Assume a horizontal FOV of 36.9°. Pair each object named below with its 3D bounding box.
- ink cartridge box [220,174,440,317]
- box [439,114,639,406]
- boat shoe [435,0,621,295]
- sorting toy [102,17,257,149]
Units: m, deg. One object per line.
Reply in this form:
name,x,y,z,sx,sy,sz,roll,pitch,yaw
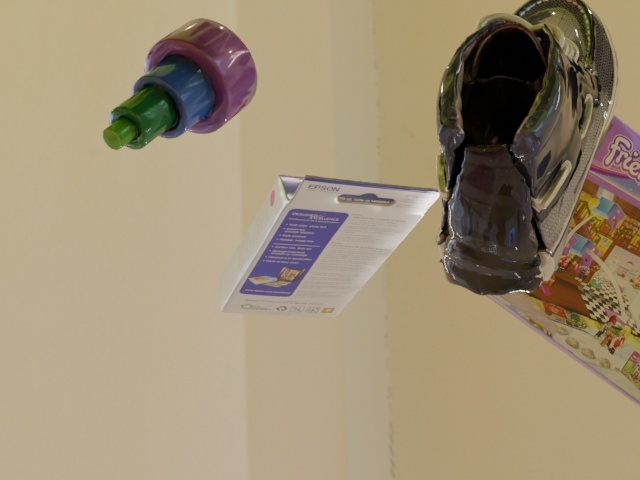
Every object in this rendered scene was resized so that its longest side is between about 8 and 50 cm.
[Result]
ink cartridge box,0.000,0.000,1.230,0.371,0.175,0.069,128,-38,-57
box,0.288,0.024,0.906,0.293,0.057,0.201,36,-91,-9
boat shoe,0.170,-0.130,0.754,0.127,0.158,0.341,6,-130,17
sorting toy,-0.087,-0.192,0.476,0.127,0.126,0.366,24,-46,19
